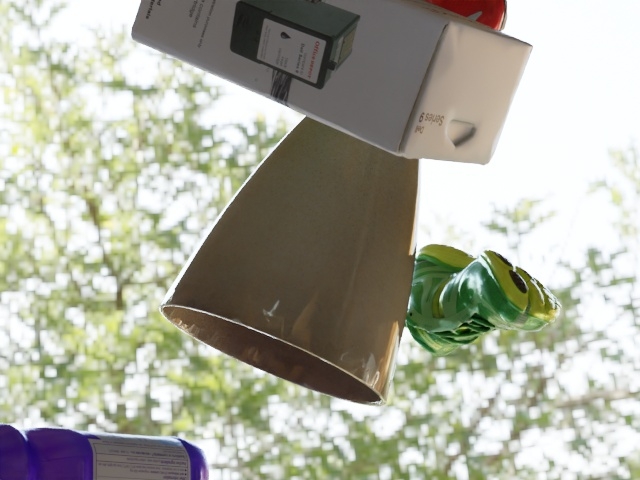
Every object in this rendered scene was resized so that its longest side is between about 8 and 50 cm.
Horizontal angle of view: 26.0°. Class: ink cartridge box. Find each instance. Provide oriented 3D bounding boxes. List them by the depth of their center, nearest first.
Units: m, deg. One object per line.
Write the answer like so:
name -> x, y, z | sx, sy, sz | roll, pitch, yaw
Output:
ink cartridge box -> 0.015, -0.176, 1.231 | 0.289, 0.121, 0.211 | 26, 14, 25

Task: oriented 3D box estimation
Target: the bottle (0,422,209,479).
bottle -> -0.236, 0.218, 1.265 | 0.118, 0.092, 0.283 | -15, -20, 42

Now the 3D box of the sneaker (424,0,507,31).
sneaker -> 0.077, -0.227, 1.580 | 0.279, 0.107, 0.118 | -14, 4, 16

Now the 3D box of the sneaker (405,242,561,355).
sneaker -> 0.165, 0.077, 1.522 | 0.109, 0.123, 0.295 | 35, -8, -15

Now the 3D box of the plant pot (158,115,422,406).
plant pot -> 0.000, 0.000, 1.470 | 0.257, 0.274, 0.256 | 22, -13, 5
